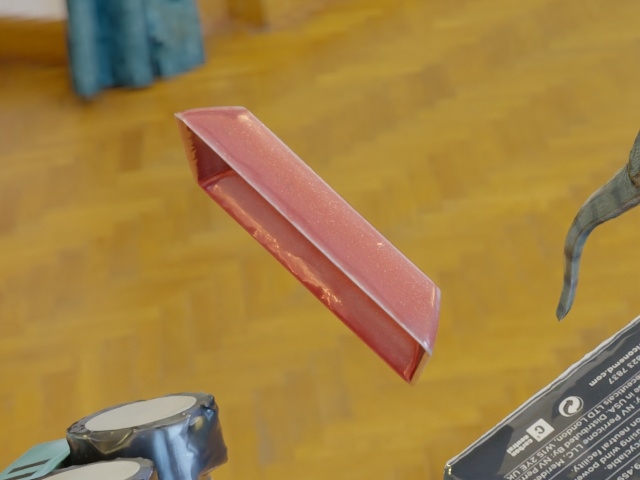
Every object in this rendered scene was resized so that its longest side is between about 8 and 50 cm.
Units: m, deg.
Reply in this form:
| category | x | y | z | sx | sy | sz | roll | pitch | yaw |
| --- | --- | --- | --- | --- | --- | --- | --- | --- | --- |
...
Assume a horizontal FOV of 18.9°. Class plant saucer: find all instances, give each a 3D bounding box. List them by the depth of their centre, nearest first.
| category | x | y | z | sx | sy | sz | roll | pitch | yaw |
| --- | --- | --- | --- | --- | --- | --- | --- | --- | --- |
| plant saucer | 0.000 | 0.000 | 1.512 | 0.048 | 0.258 | 0.259 | -46 | -7 | -7 |

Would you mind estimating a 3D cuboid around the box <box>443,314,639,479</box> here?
| category | x | y | z | sx | sy | sz | roll | pitch | yaw |
| --- | --- | --- | --- | --- | --- | --- | --- | --- | --- |
| box | 0.312 | 0.287 | 1.345 | 0.212 | 0.293 | 0.395 | -37 | 38 | -10 |

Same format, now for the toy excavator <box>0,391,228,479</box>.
| category | x | y | z | sx | sy | sz | roll | pitch | yaw |
| --- | --- | --- | --- | --- | --- | --- | --- | --- | --- |
| toy excavator | -0.259 | 0.253 | 1.376 | 0.445 | 0.222 | 0.433 | -11 | 9 | 13 |

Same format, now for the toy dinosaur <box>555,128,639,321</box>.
| category | x | y | z | sx | sy | sz | roll | pitch | yaw |
| --- | --- | --- | --- | --- | --- | --- | --- | --- | --- |
| toy dinosaur | 0.196 | -0.059 | 1.050 | 0.064 | 0.268 | 0.118 | 29 | 58 | -6 |
